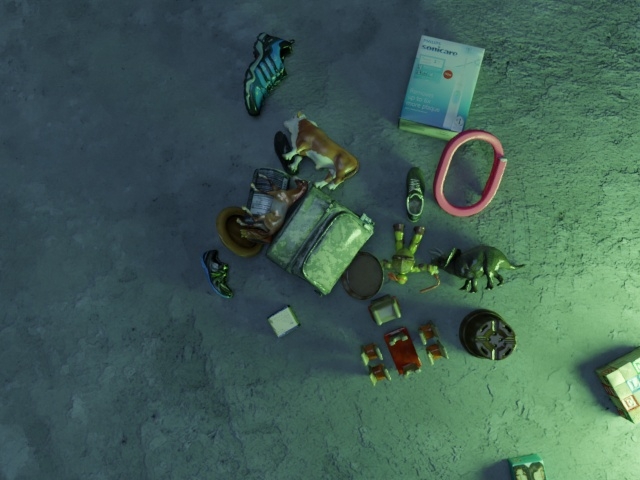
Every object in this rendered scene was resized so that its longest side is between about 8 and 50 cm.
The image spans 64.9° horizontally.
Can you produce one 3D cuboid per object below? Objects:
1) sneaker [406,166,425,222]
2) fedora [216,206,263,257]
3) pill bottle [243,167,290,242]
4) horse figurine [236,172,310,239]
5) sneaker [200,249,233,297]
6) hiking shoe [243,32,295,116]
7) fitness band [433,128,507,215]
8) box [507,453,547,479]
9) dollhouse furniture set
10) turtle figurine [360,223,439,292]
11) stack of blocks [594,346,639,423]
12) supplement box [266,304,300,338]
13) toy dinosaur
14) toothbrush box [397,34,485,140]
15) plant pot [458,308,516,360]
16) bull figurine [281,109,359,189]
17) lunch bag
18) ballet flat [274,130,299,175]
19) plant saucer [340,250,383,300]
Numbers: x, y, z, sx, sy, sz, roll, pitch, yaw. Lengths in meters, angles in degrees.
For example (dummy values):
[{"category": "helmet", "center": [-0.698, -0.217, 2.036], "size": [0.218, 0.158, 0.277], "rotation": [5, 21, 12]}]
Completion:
[{"category": "sneaker", "center": [0.324, -0.160, 1.704], "size": [0.064, 0.086, 0.192], "rotation": [3, 86, 6]}, {"category": "fedora", "center": [-0.290, -0.020, 1.744], "size": [0.079, 0.194, 0.194], "rotation": [-30, 82, 43]}, {"category": "pill bottle", "center": [-0.187, -0.114, 1.714], "size": [0.131, 0.130, 0.245], "rotation": [10, 79, 6]}, {"category": "horse figurine", "center": [-0.161, -0.104, 1.617], "size": [0.175, 0.066, 0.263], "rotation": [23, 75, 2]}, {"category": "sneaker", "center": [-0.355, 0.117, 1.762], "size": [0.078, 0.067, 0.188], "rotation": [-28, 81, 9]}, {"category": "hiking shoe", "center": [-0.185, -0.582, 1.770], "size": [0.132, 0.113, 0.304], "rotation": [12, 87, 7]}, {"category": "fitness band", "center": [0.488, -0.219, 1.658], "size": [0.209, 0.054, 0.290], "rotation": [10, 114, -6]}, {"category": "box", "center": [0.683, 0.824, 1.615], "size": [0.101, 0.060, 0.244], "rotation": [-12, 85, 5]}, {"category": "dollhouse furniture set", "center": [0.254, 0.320, 1.678], "size": [0.262, 0.135, 0.259], "rotation": [-22, 96, 4]}, {"category": "turtle figurine", "center": [0.268, 0.055, 1.686], "size": [0.270, 0.087, 0.217], "rotation": [4, 76, 25]}, {"category": "stack of blocks", "center": [1.062, 0.426, 1.591], "size": [0.297, 0.087, 0.171], "rotation": [-28, 84, 3]}, {"category": "supplement box", "center": [-0.126, 0.279, 1.734], "size": [0.083, 0.056, 0.083], "rotation": [-31, 83, 3]}, {"category": "toy dinosaur", "center": [0.525, 0.082, 1.653], "size": [0.314, 0.121, 0.160], "rotation": [-9, 92, 8]}, {"category": "toothbrush box", "center": [0.403, -0.509, 1.702], "size": [0.216, 0.126, 0.295], "rotation": [16, 87, 6]}, {"category": "plant pot", "center": [0.543, 0.310, 1.612], "size": [0.167, 0.165, 0.166], "rotation": [0, 87, 5]}, {"category": "bull figurine", "center": [-0.019, -0.305, 1.728], "size": [0.310, 0.101, 0.188], "rotation": [34, 75, 4]}, {"category": "lunch bag", "center": [0.000, 0.000, 1.671], "size": [0.256, 0.212, 0.305], "rotation": [35, 89, -3]}, {"category": "ballet flat", "center": [-0.123, -0.308, 1.788], "size": [0.057, 0.049, 0.173], "rotation": [-24, 78, 27]}, {"category": "plant saucer", "center": [0.145, 0.119, 1.703], "size": [0.168, 0.029, 0.168], "rotation": [-3, 86, 36]}]
